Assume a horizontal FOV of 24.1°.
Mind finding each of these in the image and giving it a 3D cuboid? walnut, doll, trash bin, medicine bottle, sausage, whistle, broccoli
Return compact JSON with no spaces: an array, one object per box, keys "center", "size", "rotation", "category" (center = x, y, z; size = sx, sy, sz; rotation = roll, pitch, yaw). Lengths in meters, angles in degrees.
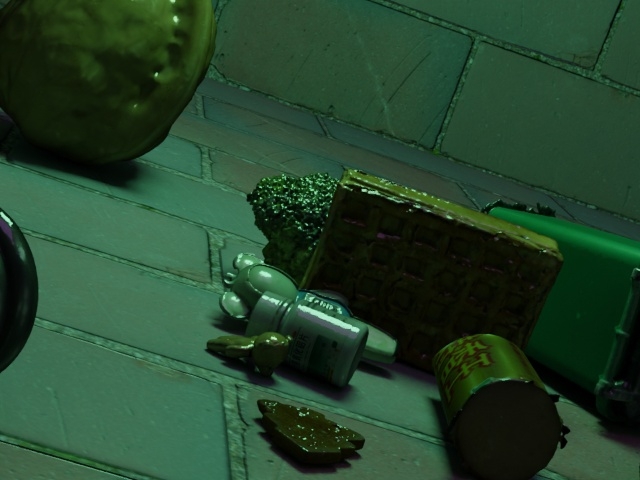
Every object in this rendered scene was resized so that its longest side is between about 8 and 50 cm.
[{"center":[-0.341,-0.301,2.373],"size":[0.383,0.384,0.383],"rotation":[19,12,-4],"category":"walnut"},{"center":[-0.079,0.117,1.693],"size":[0.093,0.051,0.061],"rotation":[24,19,25],"category":"doll"},{"center":[0.388,0.094,2.129],"size":[0.295,0.259,0.381],"rotation":[8,10,-44],"category":"trash bin"},{"center":[-0.016,0.112,1.745],"size":[0.130,0.080,0.080],"rotation":[21,12,10],"category":"medicine bottle"},{"center":[0.199,0.170,1.730],"size":[0.125,0.117,0.317],"rotation":[-20,13,4],"category":"sausage"},{"center":[-0.014,0.096,1.851],"size":[0.235,0.077,0.114],"rotation":[24,41,-7],"category":"whistle"},{"center":[0.003,-0.001,2.082],"size":[0.176,0.198,0.226],"rotation":[-12,-21,4],"category":"broccoli"}]

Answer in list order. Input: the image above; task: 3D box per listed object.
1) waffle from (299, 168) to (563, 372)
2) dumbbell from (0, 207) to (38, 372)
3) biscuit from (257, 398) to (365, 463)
[{"center":[0.134,0.053,1.934],"size":[0.308,0.213,0.091],"rotation":[20,14,-4],"category":"waffle"},{"center":[-0.387,0.047,1.198],"size":[0.179,0.179,0.406],"rotation":[25,12,24],"category":"dumbbell"},{"center":[-0.014,0.198,1.511],"size":[0.119,0.019,0.130],"rotation":[21,11,1],"category":"biscuit"}]
